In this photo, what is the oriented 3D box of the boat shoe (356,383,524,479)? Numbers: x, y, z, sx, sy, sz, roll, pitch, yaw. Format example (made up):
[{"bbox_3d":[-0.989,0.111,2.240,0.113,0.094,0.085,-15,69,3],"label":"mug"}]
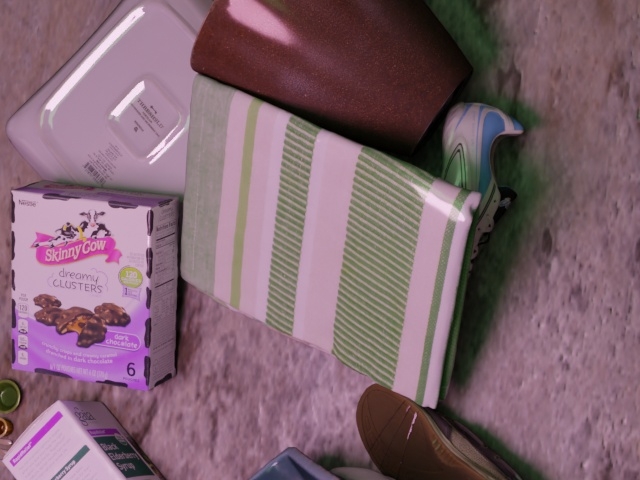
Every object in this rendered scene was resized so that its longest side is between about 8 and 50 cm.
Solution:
[{"bbox_3d":[0.124,0.216,1.581,0.223,0.073,0.080,38,112,39],"label":"boat shoe"}]

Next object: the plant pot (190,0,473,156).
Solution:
[{"bbox_3d":[0.027,-0.190,1.612,0.230,0.215,0.215,36,96,5],"label":"plant pot"}]

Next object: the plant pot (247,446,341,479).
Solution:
[{"bbox_3d":[-0.024,0.374,1.486,0.248,0.247,0.252,-39,97,-9],"label":"plant pot"}]

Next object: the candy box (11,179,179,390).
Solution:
[{"bbox_3d":[-0.236,0.044,1.700,0.165,0.070,0.196,7,104,20],"label":"candy box"}]

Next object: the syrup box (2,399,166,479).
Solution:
[{"bbox_3d":[-0.209,0.278,1.677,0.096,0.093,0.237,-45,71,10],"label":"syrup box"}]

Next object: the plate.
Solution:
[{"bbox_3d":[-0.180,-0.126,1.745,0.278,0.045,0.277,-46,72,10],"label":"plate"}]

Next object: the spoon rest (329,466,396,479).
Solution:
[{"bbox_3d":[0.101,0.317,1.543,0.276,0.137,0.084,39,66,23],"label":"spoon rest"}]

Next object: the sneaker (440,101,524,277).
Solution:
[{"bbox_3d":[0.142,-0.017,1.600,0.086,0.085,0.237,13,91,12],"label":"sneaker"}]

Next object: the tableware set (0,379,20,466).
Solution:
[{"bbox_3d":[-0.402,0.189,1.794,0.154,0.024,0.104,9,86,21],"label":"tableware set"}]

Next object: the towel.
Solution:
[{"bbox_3d":[0.000,0.000,1.592,0.325,0.038,0.248,25,125,28],"label":"towel"}]
